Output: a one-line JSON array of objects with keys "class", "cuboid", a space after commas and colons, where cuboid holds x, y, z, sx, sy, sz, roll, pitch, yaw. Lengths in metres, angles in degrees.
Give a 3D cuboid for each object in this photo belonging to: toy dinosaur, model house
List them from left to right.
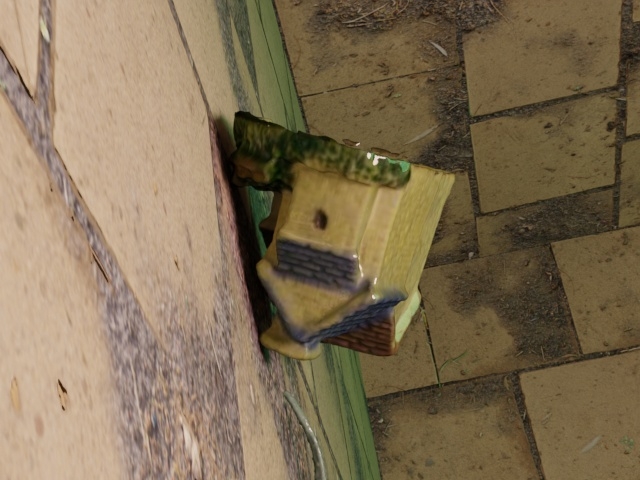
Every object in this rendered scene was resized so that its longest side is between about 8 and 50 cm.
[{"class": "model house", "cuboid": [0.000, 0.000, 1.377, 0.321, 0.261, 0.266, -1, 105, -70]}, {"class": "toy dinosaur", "cuboid": [0.031, 0.350, 1.325, 0.129, 0.076, 0.382, -33, -126, 49]}]

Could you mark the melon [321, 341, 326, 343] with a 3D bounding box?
[{"class": "melon", "cuboid": [0.009, 0.099, 1.770, 0.167, 0.114, 0.114, 70, 8, -51]}]
